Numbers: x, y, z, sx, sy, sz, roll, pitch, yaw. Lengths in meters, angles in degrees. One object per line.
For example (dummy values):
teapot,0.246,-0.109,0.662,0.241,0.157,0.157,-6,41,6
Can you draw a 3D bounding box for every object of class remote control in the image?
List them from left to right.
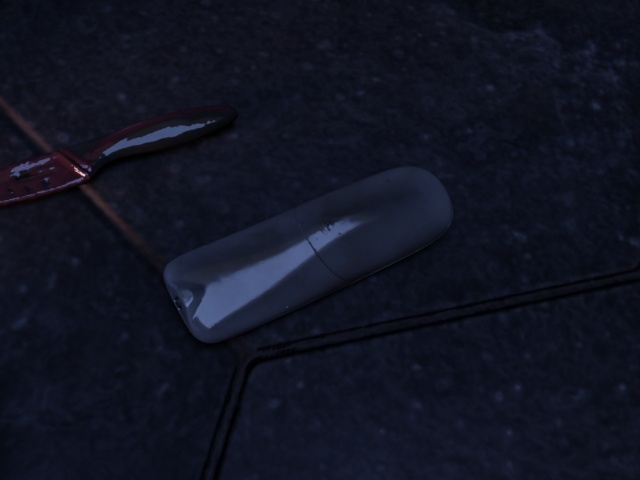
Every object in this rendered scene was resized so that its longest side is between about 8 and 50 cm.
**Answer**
remote control,0.000,0.000,0.591,0.229,0.044,0.073,-23,72,-20

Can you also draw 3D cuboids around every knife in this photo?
knife,-0.177,-0.059,0.609,0.248,0.018,0.035,-21,72,-16
